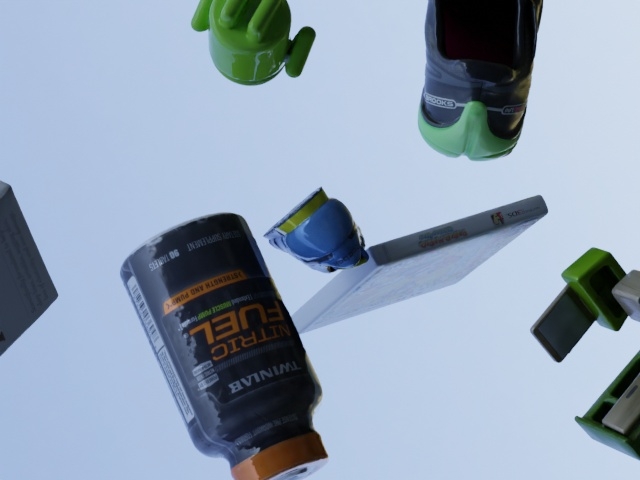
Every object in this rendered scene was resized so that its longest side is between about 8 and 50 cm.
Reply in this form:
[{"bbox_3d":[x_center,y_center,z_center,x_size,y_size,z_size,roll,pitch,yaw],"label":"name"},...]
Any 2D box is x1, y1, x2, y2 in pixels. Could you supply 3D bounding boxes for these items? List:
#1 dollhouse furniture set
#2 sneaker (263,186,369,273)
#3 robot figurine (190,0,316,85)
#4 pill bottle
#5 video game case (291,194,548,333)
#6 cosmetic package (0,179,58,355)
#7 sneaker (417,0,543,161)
[{"bbox_3d":[0.385,0.145,2.106,0.197,0.151,0.301,49,166,-29],"label":"dollhouse furniture set"},{"bbox_3d":[0.000,0.000,1.774,0.082,0.069,0.209,47,176,-3],"label":"sneaker"},{"bbox_3d":[-0.057,-0.167,1.557,0.115,0.101,0.067,96,-161,-70],"label":"robot figurine"},{"bbox_3d":[-0.079,0.108,1.748,0.130,0.130,0.246,7,-126,-64],"label":"pill bottle"},{"bbox_3d":[0.098,0.027,1.970,0.206,0.227,0.026,-17,-103,-26],"label":"video game case"},{"bbox_3d":[-0.302,-0.011,1.361,0.085,0.231,0.117,-47,-38,-29],"label":"cosmetic package"},{"bbox_3d":[0.222,-0.325,2.530,0.202,0.185,0.483,102,171,-51],"label":"sneaker"}]
